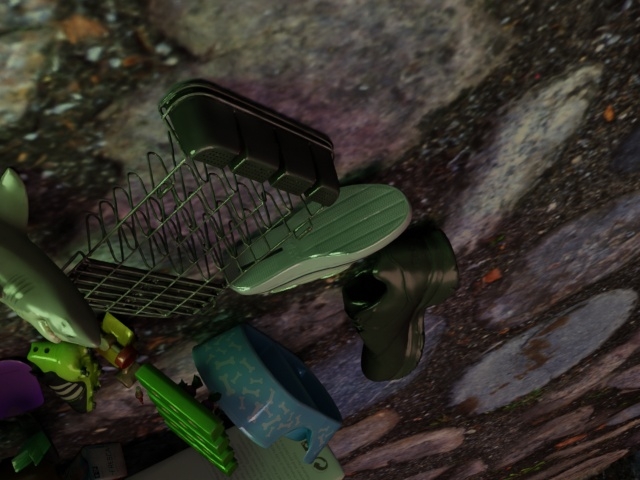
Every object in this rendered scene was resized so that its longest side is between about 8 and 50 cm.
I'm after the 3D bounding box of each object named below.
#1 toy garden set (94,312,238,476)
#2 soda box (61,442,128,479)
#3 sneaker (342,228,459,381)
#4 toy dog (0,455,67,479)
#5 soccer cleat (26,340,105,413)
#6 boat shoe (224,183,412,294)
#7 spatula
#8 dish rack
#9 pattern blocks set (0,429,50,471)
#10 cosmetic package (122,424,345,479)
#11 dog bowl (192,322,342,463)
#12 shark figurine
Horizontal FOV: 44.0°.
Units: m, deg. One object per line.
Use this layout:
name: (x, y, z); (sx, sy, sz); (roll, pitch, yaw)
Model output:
toy garden set: (-0.183, 0.184, 0.964); (0.049, 0.204, 0.244); (-49, 164, -22)
soda box: (-0.368, 0.386, 1.238); (0.063, 0.058, 0.183); (5, 138, -40)
sneaker: (0.084, 0.094, 1.080); (0.130, 0.109, 0.286); (-4, 135, -19)
toy dog: (-0.429, 0.447, 0.911); (0.408, 0.284, 0.395); (-32, -167, -22)
soccer cleat: (-0.304, 0.160, 0.949); (0.072, 0.060, 0.179); (10, 150, -2)
boat shoe: (0.000, 0.000, 0.900); (0.226, 0.083, 0.076); (-19, 163, 14)
spatula: (-0.381, 0.234, 1.023); (0.084, 0.030, 0.296); (-14, 148, -11)
dish rack: (-0.127, -0.017, 0.782); (0.271, 0.074, 0.208); (-40, 145, 27)
pattern blocks set: (-0.468, 0.300, 0.890); (0.325, 0.285, 0.026); (-22, 105, -3)
cosmetic package: (-0.206, 0.450, 1.274); (0.453, 0.161, 0.230); (-21, 152, -27)
dog bowl: (-0.061, 0.206, 1.086); (0.074, 0.166, 0.297); (-40, 148, 4)
shark figurine: (-0.307, -0.017, 0.659); (0.278, 0.166, 0.116); (29, 96, -33)
